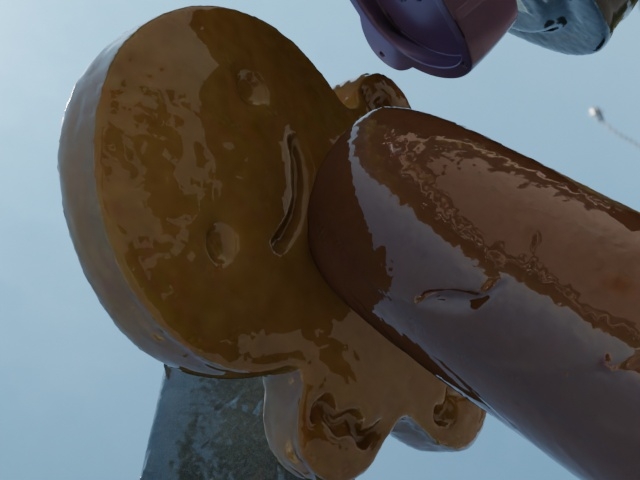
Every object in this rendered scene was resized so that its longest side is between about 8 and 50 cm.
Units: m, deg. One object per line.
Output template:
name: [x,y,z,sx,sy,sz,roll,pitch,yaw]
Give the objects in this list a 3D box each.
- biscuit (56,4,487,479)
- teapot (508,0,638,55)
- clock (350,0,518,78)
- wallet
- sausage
biscuit: [0.002,0.000,0.620,0.355,0.052,0.275,36,-126,-38]
teapot: [0.211,-0.300,0.900,0.239,0.239,0.321,36,177,23]
clock: [0.053,-0.177,0.639,0.050,0.110,0.153,-40,-69,-19]
wallet: [-0.051,0.096,0.841,0.046,0.190,0.379,51,-143,-48]
sausage: [0.122,0.040,0.487,0.121,0.304,0.121,-26,-47,-31]
